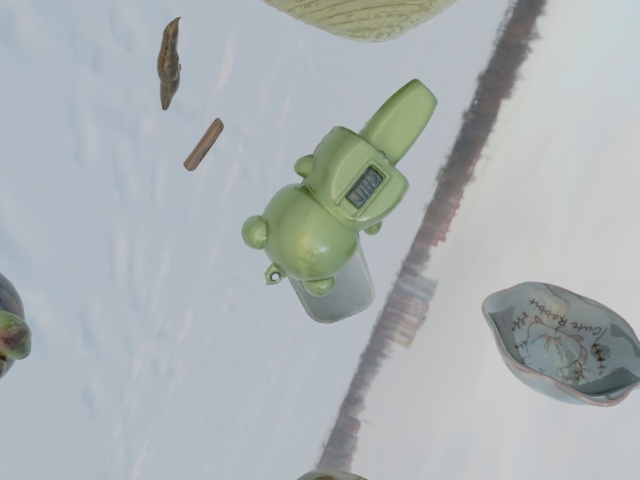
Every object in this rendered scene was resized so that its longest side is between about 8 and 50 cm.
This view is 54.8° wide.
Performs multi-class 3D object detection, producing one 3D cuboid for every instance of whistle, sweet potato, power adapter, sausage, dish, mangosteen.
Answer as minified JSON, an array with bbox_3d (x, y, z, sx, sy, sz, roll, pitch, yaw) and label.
[{"bbox_3d":[0.029,-0.062,0.703,0.288,0.131,0.106,-52,-160,-3],"label":"whistle"},{"bbox_3d":[-0.397,-0.461,1.621,0.067,0.067,0.273,-59,172,-45],"label":"sweet potato"},{"bbox_3d":[0.000,0.000,1.089,0.255,0.124,0.187,-102,169,-64],"label":"power adapter"},{"bbox_3d":[-0.208,-0.172,1.105,0.116,0.026,0.026,-47,-177,30],"label":"sausage"},{"bbox_3d":[0.319,0.153,0.831,0.229,0.230,0.081,-56,161,-55],"label":"dish"},{"bbox_3d":[-0.676,0.162,1.124,0.288,0.288,0.288,23,90,-82],"label":"mangosteen"}]

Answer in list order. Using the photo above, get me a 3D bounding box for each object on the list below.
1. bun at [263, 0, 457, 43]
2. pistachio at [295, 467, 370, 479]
[{"bbox_3d":[0.052,-0.439,0.807,0.352,0.349,0.227,50,45,-58],"label":"bun"},{"bbox_3d":[0.048,0.397,0.859,0.129,0.206,0.131,119,-13,-71],"label":"pistachio"}]
